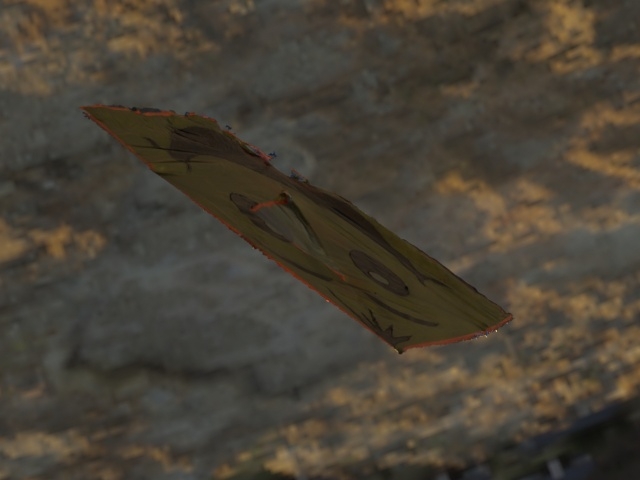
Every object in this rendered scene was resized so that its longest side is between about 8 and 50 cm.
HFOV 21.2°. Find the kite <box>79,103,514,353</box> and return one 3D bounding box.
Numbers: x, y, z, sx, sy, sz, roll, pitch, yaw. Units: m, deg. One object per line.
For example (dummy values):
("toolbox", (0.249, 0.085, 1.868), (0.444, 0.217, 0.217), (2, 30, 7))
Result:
("kite", (0.001, -0.002, 1.159), (0.378, 0.327, 0.013), (27, 103, -26))
